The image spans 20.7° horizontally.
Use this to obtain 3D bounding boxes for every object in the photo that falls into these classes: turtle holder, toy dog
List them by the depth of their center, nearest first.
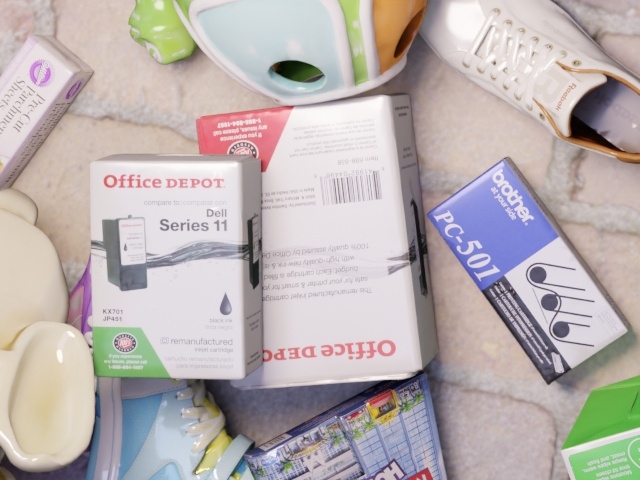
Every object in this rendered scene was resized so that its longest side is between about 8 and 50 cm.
[{"bbox_3d":[-0.046,-0.244,1.654,0.320,0.243,0.227,-16,110,7],"label":"turtle holder"},{"bbox_3d":[-0.420,0.163,1.743,0.285,0.395,0.408,17,135,-19],"label":"toy dog"}]

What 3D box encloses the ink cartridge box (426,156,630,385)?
[{"bbox_3d":[0.204,0.029,1.720,0.097,0.046,0.207,-37,87,15],"label":"ink cartridge box"}]

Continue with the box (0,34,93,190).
[{"bbox_3d":[-0.362,-0.071,1.843,0.067,0.063,0.324,41,105,6],"label":"box"}]

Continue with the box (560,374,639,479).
[{"bbox_3d":[0.330,0.251,1.605,0.127,0.262,0.231,-19,93,16],"label":"box"}]

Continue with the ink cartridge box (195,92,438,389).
[{"bbox_3d":[0.000,0.000,1.733,0.197,0.114,0.272,-5,94,15],"label":"ink cartridge box"}]

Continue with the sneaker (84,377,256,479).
[{"bbox_3d":[-0.120,0.182,1.784,0.208,0.127,0.319,14,110,14],"label":"sneaker"}]

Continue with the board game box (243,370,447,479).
[{"bbox_3d":[0.052,0.258,1.747,0.194,0.060,0.194,-27,98,-16],"label":"board game box"}]

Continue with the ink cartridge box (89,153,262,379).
[{"bbox_3d":[-0.136,0.022,1.662,0.153,0.087,0.208,0,95,10],"label":"ink cartridge box"}]

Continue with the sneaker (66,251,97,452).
[{"bbox_3d":[-0.255,0.098,1.826,0.105,0.095,0.236,18,102,20],"label":"sneaker"}]

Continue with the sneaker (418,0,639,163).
[{"bbox_3d":[0.214,-0.166,1.656,0.290,0.123,0.106,30,105,10],"label":"sneaker"}]
